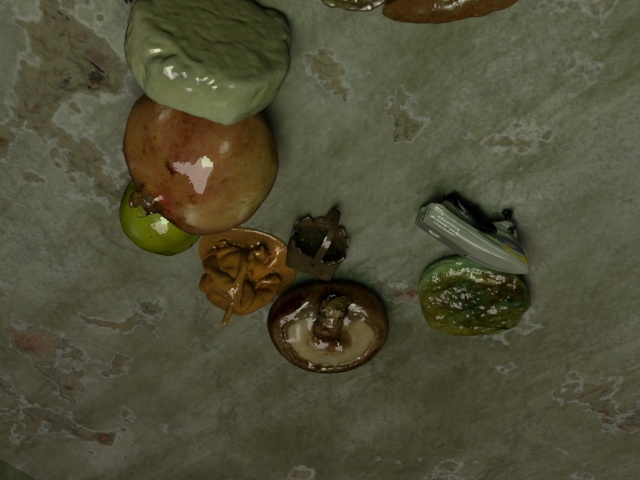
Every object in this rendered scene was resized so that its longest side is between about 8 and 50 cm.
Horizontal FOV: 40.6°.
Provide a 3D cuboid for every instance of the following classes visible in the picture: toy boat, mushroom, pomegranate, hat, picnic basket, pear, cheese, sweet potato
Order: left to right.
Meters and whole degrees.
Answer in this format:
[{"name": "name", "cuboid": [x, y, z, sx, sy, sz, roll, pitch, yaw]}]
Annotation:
[{"name": "pear", "cuboid": [-0.362, -0.056, 1.959, 0.198, 0.198, 0.198, 5, 131, 6]}, {"name": "pomegranate", "cuboid": [-0.252, -0.158, 1.748, 0.338, 0.338, 0.338, 5, 131, 6]}, {"name": "cheese", "cuboid": [-0.203, -0.362, 1.619, 0.318, 0.326, 0.115, 51, 138, 17]}, {"name": "hat", "cuboid": [-0.195, 0.125, 2.047, 0.233, 0.233, 0.244, -13, 125, 23]}, {"name": "picnic basket", "cuboid": [0.000, 0.000, 1.970, 0.137, 0.128, 0.178, 19, 148, -9]}, {"name": "mushroom", "cuboid": [0.018, 0.203, 2.113, 0.296, 0.163, 0.278, 4, 138, -5]}, {"name": "sweet potato", "cuboid": [0.234, -0.445, 1.583, 0.251, 0.097, 0.097, -6, 129, 24]}, {"name": "toy boat", "cuboid": [0.344, -0.019, 1.898, 0.269, 0.141, 0.141, 19, 131, -5]}]

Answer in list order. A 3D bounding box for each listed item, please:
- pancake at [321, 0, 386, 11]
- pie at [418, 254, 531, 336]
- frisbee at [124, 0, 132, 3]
[{"name": "pancake", "cuboid": [0.054, -0.519, 1.566, 0.211, 0.029, 0.235, -6, 134, 5]}, {"name": "pie", "cuboid": [0.360, 0.142, 2.056, 0.276, 0.079, 0.277, 7, 131, 8]}, {"name": "frisbee", "cuboid": [-0.352, -0.535, 1.665, 0.210, 0.012, 0.187, 22, 131, -8]}]
